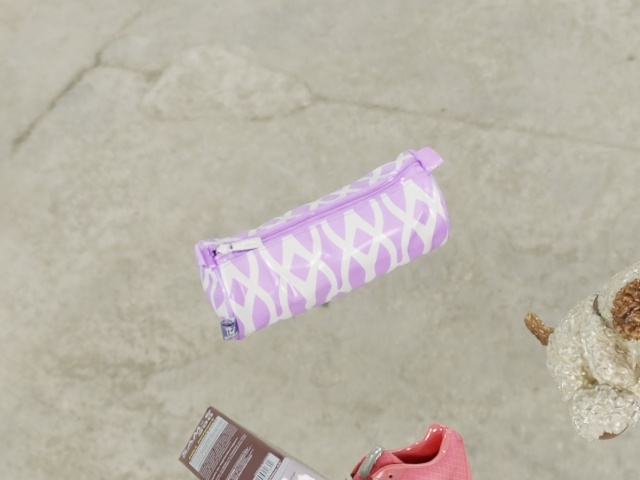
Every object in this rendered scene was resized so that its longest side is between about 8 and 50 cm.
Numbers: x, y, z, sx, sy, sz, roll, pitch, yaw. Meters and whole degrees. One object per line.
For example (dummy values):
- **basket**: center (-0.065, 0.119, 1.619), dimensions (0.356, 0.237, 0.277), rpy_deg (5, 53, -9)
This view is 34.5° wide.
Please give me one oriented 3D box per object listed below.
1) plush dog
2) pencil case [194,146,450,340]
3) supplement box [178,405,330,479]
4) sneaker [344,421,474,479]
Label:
- **plush dog**: center (0.410, 0.113, 1.381), dimensions (0.211, 0.225, 0.262), rpy_deg (49, 35, 20)
- **pencil case**: center (0.000, 0.000, 0.794), dimensions (0.206, 0.088, 0.086), rpy_deg (-25, 42, -16)
- **supplement box**: center (-0.043, 0.247, 1.023), dimensions (0.073, 0.130, 0.239), rpy_deg (-58, 21, -9)
- **sneaker**: center (0.046, 0.303, 1.169), dimensions (0.313, 0.136, 0.116), rpy_deg (-21, 22, -31)
